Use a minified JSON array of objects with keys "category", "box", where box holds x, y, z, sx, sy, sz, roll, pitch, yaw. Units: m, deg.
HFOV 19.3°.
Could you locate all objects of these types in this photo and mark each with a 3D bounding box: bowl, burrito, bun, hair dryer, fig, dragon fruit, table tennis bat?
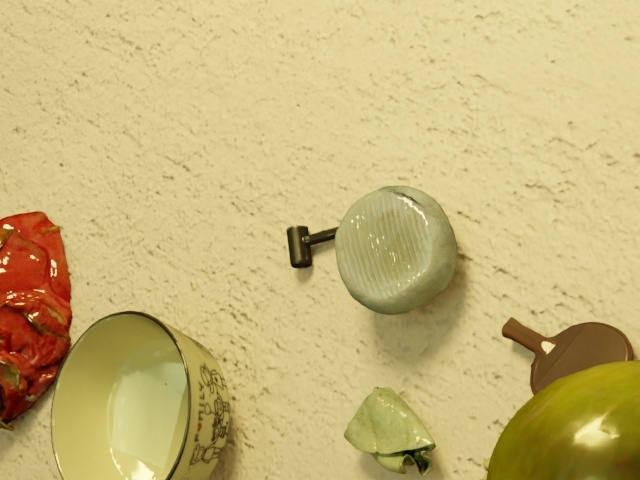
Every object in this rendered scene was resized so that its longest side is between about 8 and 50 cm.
[{"category":"bowl","box":[-0.195,0.205,2.198,0.238,0.126,0.237,-9,76,39]},{"category":"burrito","box":[0.079,0.212,2.017,0.118,0.044,0.074,41,105,41]},{"category":"bun","box":[0.086,0.012,2.030,0.141,0.083,0.140,-6,79,30]},{"category":"hair dryer","box":[0.000,0.000,2.146,0.083,0.026,0.047,-17,72,29]},{"category":"fig","box":[0.314,0.216,1.660,0.326,0.258,0.258,-19,62,-7]},{"category":"dragon fruit","box":[-0.446,0.125,2.415,0.317,0.152,0.205,-52,55,20]},{"category":"table tennis bat","box":[0.218,0.087,1.863,0.107,0.119,0.170,-48,39,-11]}]

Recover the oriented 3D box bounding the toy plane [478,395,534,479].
[{"category":"toy plane","box":[0.200,0.251,1.880,0.244,0.092,0.229,-21,52,33]}]
